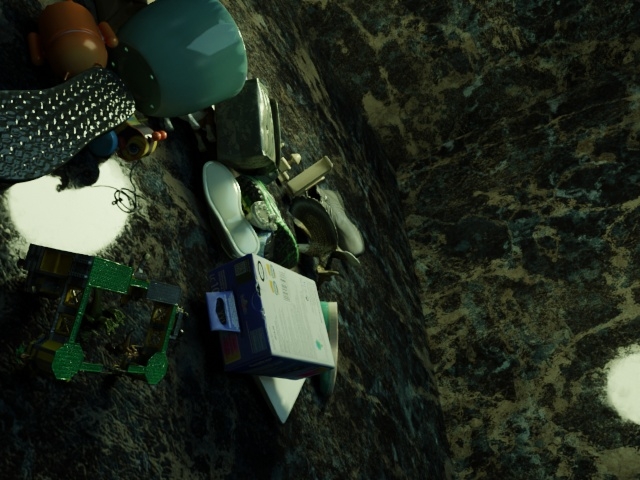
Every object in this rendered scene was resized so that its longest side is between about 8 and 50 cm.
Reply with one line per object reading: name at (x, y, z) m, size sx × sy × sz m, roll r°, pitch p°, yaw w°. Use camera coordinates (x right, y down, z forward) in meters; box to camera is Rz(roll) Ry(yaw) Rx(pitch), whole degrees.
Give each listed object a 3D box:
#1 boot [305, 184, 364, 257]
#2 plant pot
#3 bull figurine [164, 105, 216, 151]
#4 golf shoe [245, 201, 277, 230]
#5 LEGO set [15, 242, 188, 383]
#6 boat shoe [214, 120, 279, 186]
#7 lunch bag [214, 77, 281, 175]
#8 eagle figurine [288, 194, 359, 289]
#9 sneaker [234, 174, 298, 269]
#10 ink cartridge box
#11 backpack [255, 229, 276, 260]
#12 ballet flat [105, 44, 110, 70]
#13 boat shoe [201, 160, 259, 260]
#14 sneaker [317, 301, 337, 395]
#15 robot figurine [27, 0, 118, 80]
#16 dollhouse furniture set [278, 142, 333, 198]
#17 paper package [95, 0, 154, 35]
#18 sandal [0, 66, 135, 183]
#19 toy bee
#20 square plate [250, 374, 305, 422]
boot at (0.049, -0.075, 2.595) m, size 0.338 × 0.118 × 0.222 m, roll 61°, pitch 21°, yaw 15°
plant pot at (-0.363, -0.433, 1.495) m, size 0.235 × 0.293 × 0.293 m, roll -43°, pitch 112°, yaw -36°
bull figurine at (-0.373, -0.381, 1.821) m, size 0.310 × 0.101 × 0.189 m, roll 22°, pitch 51°, yaw -64°
golf shoe at (-0.188, -0.066, 1.817) m, size 0.176 × 0.086 × 0.069 m, roll 55°, pitch 38°, yaw -69°
LEGO set at (-0.422, 0.135, 1.130) m, size 0.331 × 0.192 × 0.255 m, roll 13°, pitch 86°, yaw -62°
boat shoe at (-0.248, -0.326, 2.083) m, size 0.320 × 0.099 × 0.116 m, roll 60°, pitch 20°, yaw -21°
lunch bag at (-0.211, -0.335, 1.891) m, size 0.287 × 0.168 × 0.235 m, roll 24°, pitch 61°, yaw -81°
eagle figurine at (-0.010, -0.001, 2.234) m, size 0.225 × 0.226 × 0.298 m, roll 14°, pitch 59°, yaw -41°
sneaker at (-0.163, -0.064, 1.978) m, size 0.344 × 0.134 × 0.146 m, roll 64°, pitch 19°, yaw -10°
ink cartridge box at (-0.138, 0.203, 1.595) m, size 0.395 × 0.151 × 0.270 m, roll 32°, pitch 39°, yaw -58°
backpack at (-0.186, 0.027, 1.865) m, size 0.114 × 0.084 × 0.105 m, roll -61°, pitch 156°, yaw -72°
ballet flat at (-0.524, -0.435, 1.571) m, size 0.206 × 0.073 × 0.067 m, roll 60°, pitch -6°, yaw -28°
boat shoe at (-0.273, -0.080, 1.777) m, size 0.109 × 0.091 × 0.305 m, roll -20°, pitch 83°, yaw -31°
sneaker at (-0.004, 0.352, 2.018) m, size 0.108 × 0.121 × 0.302 m, roll 75°, pitch 15°, yaw -80°
robot figurine at (-0.549, -0.436, 1.361) m, size 0.158 × 0.128 × 0.219 m, roll 7°, pitch 44°, yaw -46°
dollhouse furniture set at (-0.128, -0.353, 2.232) m, size 0.356 × 0.173 × 0.303 m, roll 55°, pitch -5°, yaw 2°
paper package at (-0.478, -0.678, 1.772) m, size 0.325 × 0.168 × 0.310 m, roll 23°, pitch 48°, yaw -64°
sandal at (-0.530, -0.212, 1.184) m, size 0.168 × 0.107 × 0.446 m, roll 60°, pitch 32°, yaw -11°
toy bee at (-0.441, -0.247, 1.424) m, size 0.298 × 0.162 × 0.195 m, roll 57°, pitch 21°, yaw -28°
square plate at (-0.150, 0.290, 1.762) m, size 0.347 × 0.049 × 0.344 m, roll 63°, pitch 21°, yaw -12°
